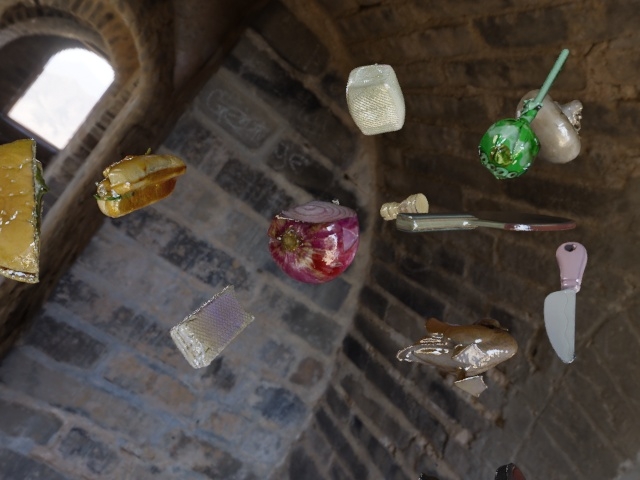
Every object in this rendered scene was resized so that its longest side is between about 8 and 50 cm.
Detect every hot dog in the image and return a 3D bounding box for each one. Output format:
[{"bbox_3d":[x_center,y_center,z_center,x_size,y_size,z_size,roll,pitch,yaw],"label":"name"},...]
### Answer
[{"bbox_3d":[-0.316,-0.106,0.990,0.076,0.104,0.250,37,20,2],"label":"hot dog"}]

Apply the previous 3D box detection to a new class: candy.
[{"bbox_3d":[0.370,-0.234,0.989,0.097,0.323,0.097,28,-27,16],"label":"candy"}]

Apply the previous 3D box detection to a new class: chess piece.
[{"bbox_3d":[0.222,-0.086,1.529,0.122,0.066,0.066,-9,-35,41],"label":"chess piece"}]

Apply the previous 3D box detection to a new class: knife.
[{"bbox_3d":[0.561,0.133,1.315,0.081,0.336,0.043,-1,-45,32],"label":"knife"}]

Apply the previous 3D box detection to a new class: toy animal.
[{"bbox_3d":[0.222,0.168,0.927,0.188,0.089,0.179,-2,17,17],"label":"toy animal"}]

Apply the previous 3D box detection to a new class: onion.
[{"bbox_3d":[-0.015,0.015,1.663,0.272,0.230,0.256,-3,19,-33],"label":"onion"}]

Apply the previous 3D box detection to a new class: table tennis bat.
[{"bbox_3d":[0.209,-0.026,0.731,0.274,0.021,0.154,-3,10,-34],"label":"table tennis bat"}]

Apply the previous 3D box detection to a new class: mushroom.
[{"bbox_3d":[0.654,-0.326,1.598,0.226,0.178,0.226,35,38,-33],"label":"mushroom"}]

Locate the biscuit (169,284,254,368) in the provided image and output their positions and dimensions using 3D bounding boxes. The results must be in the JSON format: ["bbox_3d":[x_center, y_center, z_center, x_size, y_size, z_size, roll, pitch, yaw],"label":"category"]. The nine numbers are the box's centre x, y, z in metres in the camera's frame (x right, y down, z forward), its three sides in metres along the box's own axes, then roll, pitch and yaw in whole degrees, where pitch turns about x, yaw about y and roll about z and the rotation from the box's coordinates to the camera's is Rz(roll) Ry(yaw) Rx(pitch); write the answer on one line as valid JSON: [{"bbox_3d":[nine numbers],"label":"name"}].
[{"bbox_3d":[-0.240,0.193,1.288,0.108,0.062,0.239,56,27,-4],"label":"biscuit"}]

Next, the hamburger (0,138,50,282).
[{"bbox_3d":[-0.564,-0.061,1.032,0.131,0.262,0.124,2,-22,-25],"label":"hamburger"}]

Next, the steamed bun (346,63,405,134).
[{"bbox_3d":[0.178,-0.454,1.792,0.170,0.152,0.238,-4,-30,19],"label":"steamed bun"}]

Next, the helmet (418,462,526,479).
[{"bbox_3d":[0.258,0.462,0.911,0.216,0.189,0.193,16,57,-52],"label":"helmet"}]
